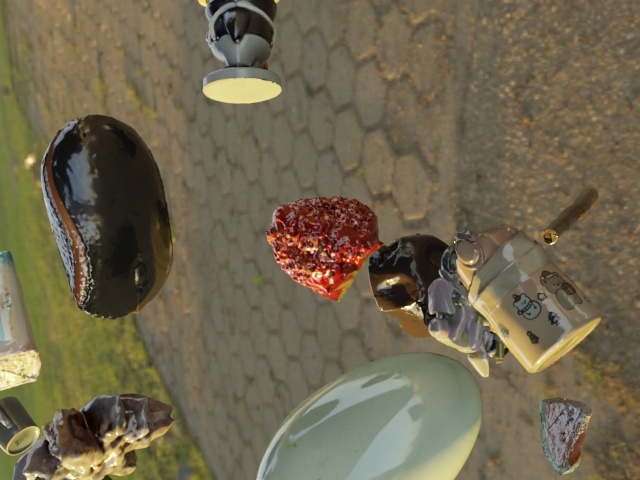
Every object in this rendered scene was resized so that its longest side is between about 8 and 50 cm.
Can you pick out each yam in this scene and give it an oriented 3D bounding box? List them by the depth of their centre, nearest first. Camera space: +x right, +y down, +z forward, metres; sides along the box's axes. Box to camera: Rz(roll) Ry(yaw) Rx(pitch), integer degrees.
[{"bbox_3d":[0.537,-0.053,1.919,0.045,0.327,0.045,25,118,22],"label":"yam"}]

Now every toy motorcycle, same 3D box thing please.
[{"bbox_3d":[0.239,0.128,1.492,0.073,0.152,0.225,-7,118,52],"label":"toy motorcycle"}]

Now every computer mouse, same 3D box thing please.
[{"bbox_3d":[-0.310,-0.028,1.342,0.116,0.183,0.323,16,125,42],"label":"computer mouse"}]

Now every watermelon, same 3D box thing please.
[{"bbox_3d":[0.542,0.406,1.923,0.139,0.071,0.187,125,152,-42],"label":"watermelon"}]

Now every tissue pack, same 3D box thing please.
[{"bbox_3d":[-0.672,0.164,1.756,0.124,0.201,0.271,91,157,-49],"label":"tissue pack"}]

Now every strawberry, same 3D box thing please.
[{"bbox_3d":[0.000,0.000,1.606,0.184,0.201,0.187,-66,13,-19],"label":"strawberry"}]

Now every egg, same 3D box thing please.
[{"bbox_3d":[0.067,0.300,1.271,0.371,0.230,0.230,-41,45,8],"label":"egg"}]

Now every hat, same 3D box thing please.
[{"bbox_3d":[0.286,0.122,2.167,0.209,0.238,0.336,12,152,45],"label":"hat"}]

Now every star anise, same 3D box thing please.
[{"bbox_3d":[-0.288,0.260,1.108,0.093,0.229,0.236,48,164,17],"label":"star anise"}]

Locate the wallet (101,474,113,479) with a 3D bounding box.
[{"bbox_3d":[-0.343,0.418,1.351,0.236,0.055,0.160,54,-160,-18],"label":"wallet"}]

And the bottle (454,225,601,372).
[{"bbox_3d":[0.194,0.046,0.881,0.152,0.099,0.099,51,143,22],"label":"bottle"}]

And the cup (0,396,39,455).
[{"bbox_3d":[-0.552,0.326,1.588,0.077,0.078,0.100,38,159,26],"label":"cup"}]

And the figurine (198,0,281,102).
[{"bbox_3d":[-0.118,-0.334,1.360,0.176,0.133,0.236,76,-169,-82],"label":"figurine"}]
